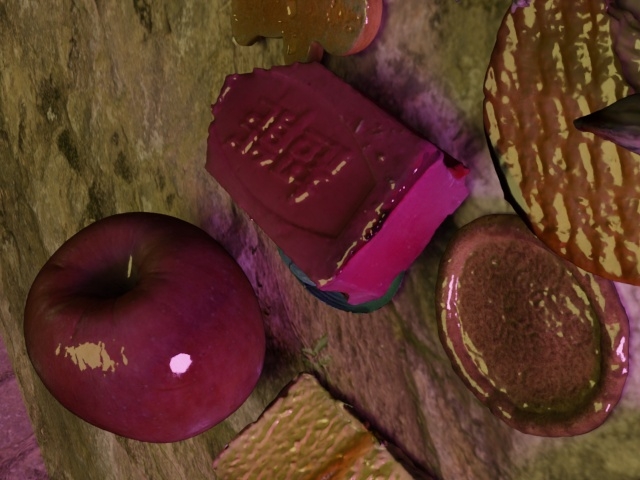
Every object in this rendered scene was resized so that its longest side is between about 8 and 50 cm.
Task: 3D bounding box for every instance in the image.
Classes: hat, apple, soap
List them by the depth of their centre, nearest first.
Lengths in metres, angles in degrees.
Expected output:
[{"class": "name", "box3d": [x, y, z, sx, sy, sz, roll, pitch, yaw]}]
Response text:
[{"class": "soap", "box3d": [-0.004, -0.070, 0.677, 0.250, 0.099, 0.162, 43, 105, 36]}, {"class": "hat", "box3d": [0.000, 0.000, 0.758, 0.191, 0.077, 0.138, 33, 127, 42]}, {"class": "apple", "box3d": [-0.217, 0.112, 0.926, 0.305, 0.305, 0.235, 38, 156, 39]}]

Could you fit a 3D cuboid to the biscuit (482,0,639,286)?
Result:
[{"class": "biscuit", "box3d": [0.192, -0.092, 0.511, 0.176, 0.031, 0.229, 22, 115, 42]}]

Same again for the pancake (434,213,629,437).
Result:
[{"class": "pancake", "box3d": [0.170, 0.072, 0.610, 0.199, 0.021, 0.199, 21, 117, 46]}]

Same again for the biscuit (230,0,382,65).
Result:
[{"class": "biscuit", "box3d": [-0.022, -0.246, 0.738, 0.234, 0.030, 0.153, 28, 125, 44]}]

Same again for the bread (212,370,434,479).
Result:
[{"class": "bread", "box3d": [0.014, 0.280, 0.815, 0.178, 0.142, 0.266, -52, 49, 0]}]

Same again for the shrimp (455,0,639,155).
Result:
[{"class": "shrimp", "box3d": [0.200, -0.133, 0.386, 0.360, 0.085, 0.247, 20, 134, 52]}]
